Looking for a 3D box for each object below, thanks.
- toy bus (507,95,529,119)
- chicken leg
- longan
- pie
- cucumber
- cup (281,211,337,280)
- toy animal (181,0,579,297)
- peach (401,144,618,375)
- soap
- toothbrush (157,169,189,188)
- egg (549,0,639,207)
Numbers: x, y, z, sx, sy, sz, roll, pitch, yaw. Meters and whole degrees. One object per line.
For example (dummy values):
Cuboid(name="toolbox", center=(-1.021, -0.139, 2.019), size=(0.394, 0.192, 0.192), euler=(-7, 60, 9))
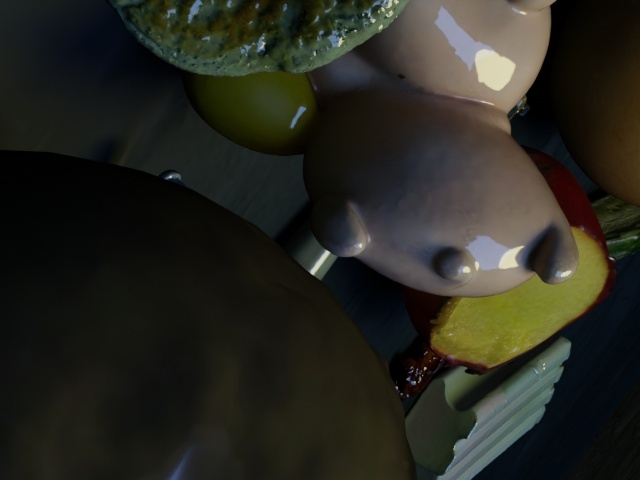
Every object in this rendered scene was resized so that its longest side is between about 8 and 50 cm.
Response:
Cuboid(name="toy bus", center=(0.130, -0.117, 1.028), size=(0.103, 0.091, 0.182), euler=(-46, 179, -19))
Cuboid(name="chicken leg", center=(0.169, 0.156, 1.494), size=(0.219, 0.048, 0.089), euler=(-47, 154, -13))
Cuboid(name="longan", center=(-0.179, 0.144, 0.595), size=(0.435, 0.404, 0.404), euler=(-2, 126, -28))
Cuboid(name="pie", center=(-0.046, -0.216, 0.619), size=(0.241, 0.240, 0.054), euler=(-56, -167, 4))
Cuboid(name="cucumber", center=(0.469, -0.007, 1.693), size=(0.325, 0.145, 0.105), euler=(-19, 129, -41))
Cuboid(name="cup", center=(0.004, 0.002, 1.073), size=(0.083, 0.054, 0.075), euler=(-51, 151, -11))
Cuboid(name="toy animal", center=(0.059, -0.139, 0.750), size=(0.277, 0.345, 0.247), euler=(20, 118, -29))
Cuboid(name="peach", center=(0.197, -0.001, 1.218), size=(0.257, 0.201, 0.361), euler=(-30, 147, 11))
Cuboid(name="soap", center=(0.265, 0.287, 1.709), size=(0.346, 0.115, 0.208), euler=(-28, 141, -39))
Cuboid(name="toothbrush", center=(-0.235, 0.094, 0.806), size=(0.386, 0.040, 0.040), euler=(-47, 152, 6))
Cuboid(name="egg", center=(0.437, -0.194, 1.255), size=(0.301, 0.301, 0.374), euler=(-53, 151, -3))
